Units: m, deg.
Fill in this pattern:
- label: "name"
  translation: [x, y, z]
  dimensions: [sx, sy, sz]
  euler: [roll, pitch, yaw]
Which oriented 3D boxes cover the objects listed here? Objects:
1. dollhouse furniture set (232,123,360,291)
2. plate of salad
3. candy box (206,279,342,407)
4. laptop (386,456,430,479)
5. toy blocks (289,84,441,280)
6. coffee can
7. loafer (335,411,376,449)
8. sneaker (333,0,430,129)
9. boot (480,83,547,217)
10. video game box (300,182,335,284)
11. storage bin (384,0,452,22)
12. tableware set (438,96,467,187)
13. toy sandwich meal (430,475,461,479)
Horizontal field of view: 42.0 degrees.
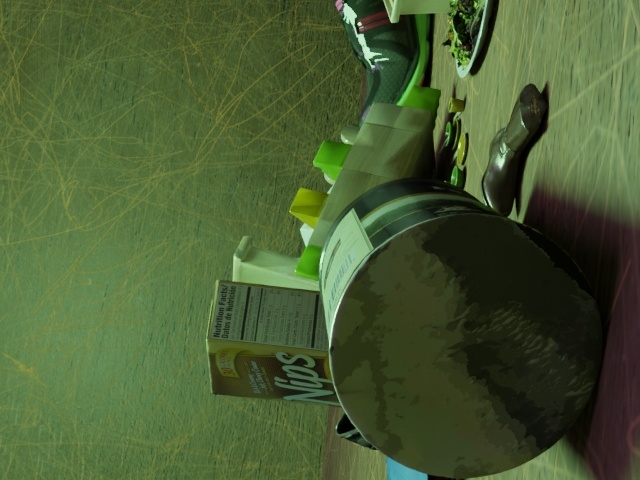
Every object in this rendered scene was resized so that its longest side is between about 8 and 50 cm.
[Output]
- label: "dollhouse furniture set"
  translation: [0.000, 0.000, 1.762]
  dimensions: [0.394, 0.257, 0.362]
  euler: [-67, -10, -45]
- label: "plate of salad"
  translation: [0.205, -0.329, 1.172]
  dimensions: [0.200, 0.048, 0.199]
  euler: [-174, 90, -87]
- label: "candy box"
  translation: [0.022, 0.141, 1.042]
  dimensions: [0.183, 0.317, 0.087]
  euler: [99, 176, -59]
- label: "laptop"
  translation: [0.021, 0.472, 1.141]
  dimensions: [0.236, 0.408, 0.382]
  euler: [54, 175, 3]
- label: "toy blocks"
  translation: [0.097, -0.024, 1.339]
  dimensions: [0.261, 0.191, 0.381]
  euler: [73, -145, -54]
- label: "coffee can"
  translation: [0.102, 0.058, 0.736]
  dimensions: [0.275, 0.202, 0.201]
  euler: [-100, 16, -80]
- label: "loafer"
  translation: [0.091, 0.314, 1.575]
  dimensions: [0.302, 0.095, 0.109]
  euler: [100, 176, -53]
- label: "sneaker"
  translation: [0.117, -0.427, 1.666]
  dimensions: [0.185, 0.202, 0.482]
  euler: [108, 169, -81]
- label: "boot"
  translation: [0.199, -0.090, 0.851]
  dimensions: [0.114, 0.037, 0.106]
  euler: [114, 161, -66]
- label: "video game box"
  translation: [0.049, 0.003, 1.448]
  dimensions: [0.187, 0.048, 0.205]
  euler: [-52, -42, -39]
- label: "storage bin"
  translation: [0.158, -0.523, 1.276]
  dimensions: [0.262, 0.123, 0.260]
  euler: [98, 163, -51]
- label: "tableware set"
  translation: [0.193, -0.134, 1.219]
  dimensions: [0.104, 0.024, 0.154]
  euler: [105, 172, -73]
- label: "toy sandwich meal"
  translation: [0.151, 0.279, 1.019]
  dimensions: [0.085, 0.029, 0.085]
  euler: [-174, 90, -88]
